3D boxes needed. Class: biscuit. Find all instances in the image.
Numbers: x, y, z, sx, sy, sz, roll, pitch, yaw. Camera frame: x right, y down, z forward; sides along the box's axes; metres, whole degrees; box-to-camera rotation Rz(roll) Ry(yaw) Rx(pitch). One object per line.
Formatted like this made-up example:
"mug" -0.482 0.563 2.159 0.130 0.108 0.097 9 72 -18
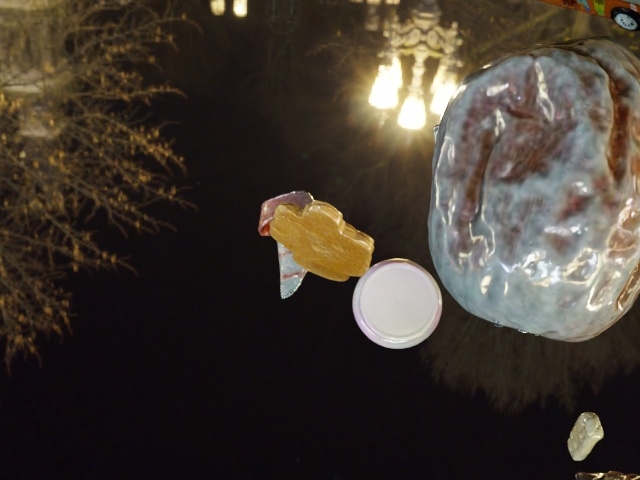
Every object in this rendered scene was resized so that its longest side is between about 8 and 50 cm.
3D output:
"biscuit" 0.002 -0.004 1.729 0.269 0.376 0.051 22 -113 7

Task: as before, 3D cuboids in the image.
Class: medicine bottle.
"medicine bottle" 0.207 0.170 1.914 0.241 0.241 0.302 9 173 6

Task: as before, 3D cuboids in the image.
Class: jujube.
"jujube" 0.236 -0.061 0.737 0.215 0.308 0.246 14 -177 -44

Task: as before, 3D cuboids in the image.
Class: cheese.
"cheese" 0.593 0.442 1.600 0.043 0.194 0.065 -13 -123 0

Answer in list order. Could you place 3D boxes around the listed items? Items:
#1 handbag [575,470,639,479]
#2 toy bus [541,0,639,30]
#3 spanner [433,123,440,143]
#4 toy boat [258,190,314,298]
"handbag" 0.703 0.624 1.645 0.155 0.170 0.215 23 156 -35
"toy bus" 0.350 -0.364 0.950 0.408 0.092 0.093 33 -94 39
"spanner" 0.345 -0.161 1.940 0.093 0.326 0.026 -5 -157 14
"toy boat" -0.078 0.014 1.945 0.206 0.096 0.283 -14 -113 24
